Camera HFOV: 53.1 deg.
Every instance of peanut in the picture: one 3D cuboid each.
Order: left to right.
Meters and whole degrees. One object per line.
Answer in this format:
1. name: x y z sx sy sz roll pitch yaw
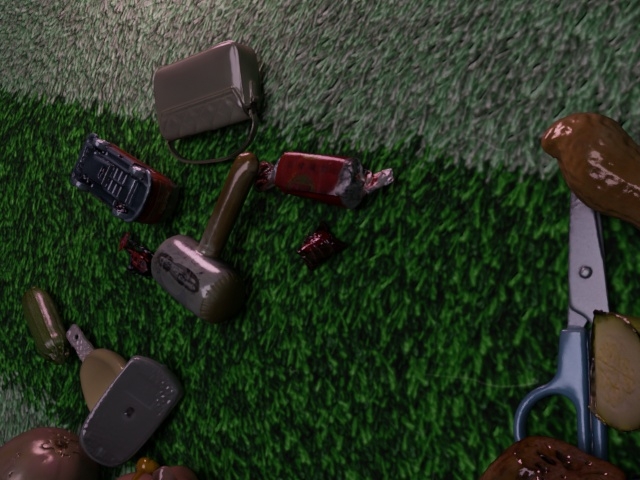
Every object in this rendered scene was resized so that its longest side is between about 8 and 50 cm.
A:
1. peanut: 0.384 -0.065 0.767 0.263 0.101 0.117 36 67 26

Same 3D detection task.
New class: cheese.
1. cheese: -0.468 0.259 1.329 0.251 0.054 0.127 39 99 35

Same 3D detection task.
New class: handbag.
1. handbag: -0.220 -0.258 1.263 0.256 0.079 0.219 -8 86 34

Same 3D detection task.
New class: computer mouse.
1. computer mouse: -0.360 0.324 1.210 0.128 0.079 0.231 40 90 -5

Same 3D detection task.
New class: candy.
1. candy: -0.003 -0.104 1.081 0.292 0.059 0.086 12 83 35

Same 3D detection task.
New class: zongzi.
1. zongzi: 0.000 0.000 1.071 0.083 0.067 0.073 -26 53 8

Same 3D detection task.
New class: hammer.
1. hammer: -0.184 -0.019 1.146 0.202 0.113 0.305 31 103 33

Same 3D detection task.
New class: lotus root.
1. lotus root: 0.232 0.368 0.739 0.193 0.193 0.290 28 114 36

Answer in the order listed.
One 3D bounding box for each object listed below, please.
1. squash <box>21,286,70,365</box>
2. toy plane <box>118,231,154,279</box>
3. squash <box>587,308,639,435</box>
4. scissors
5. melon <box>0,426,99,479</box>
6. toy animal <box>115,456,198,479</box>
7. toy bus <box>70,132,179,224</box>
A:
1. squash: -0.614 0.193 1.433 0.219 0.068 0.077 50 129 33
2. toy plane: -0.378 0.034 1.326 0.145 0.037 0.060 33 95 34
3. squash: 0.436 0.153 0.668 0.288 0.137 0.137 4 82 21
4. scissors: 0.342 0.082 0.817 0.193 0.029 0.446 -5 77 34
5. melon: -0.563 0.506 1.238 0.223 0.223 0.316 37 100 35
6. toy animal: -0.294 0.469 1.113 0.248 0.149 0.165 -22 83 42
7. toy bus: -0.399 -0.119 1.322 0.265 0.120 0.121 30 97 36
